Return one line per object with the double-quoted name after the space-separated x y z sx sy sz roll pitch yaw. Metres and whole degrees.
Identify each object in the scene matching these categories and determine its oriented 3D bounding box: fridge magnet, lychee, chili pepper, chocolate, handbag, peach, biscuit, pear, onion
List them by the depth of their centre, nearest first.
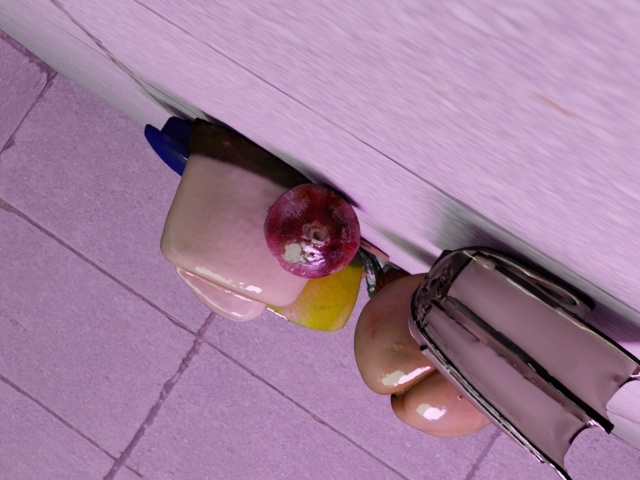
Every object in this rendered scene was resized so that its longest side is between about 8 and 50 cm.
0.215 0.123 0.884 0.237 0.160 0.358 39 178 9 "handbag"
-0.009 -0.014 1.159 0.159 0.159 0.195 34 177 -6 "onion"
0.200 0.188 1.256 0.292 0.292 0.247 32 -141 29 "peach"
-0.155 -0.018 1.376 0.326 0.297 0.314 34 173 -1 "chocolate"
-0.269 -0.183 1.643 0.265 0.112 0.265 33 178 1 "fridge magnet"
-0.054 0.017 1.671 0.399 0.165 0.399 34 -161 -14 "pear"
0.112 0.015 1.740 0.120 0.015 0.120 33 178 1 "biscuit"
0.188 0.129 1.854 0.129 0.123 0.123 42 -176 38 "lychee"
0.122 0.078 1.926 0.073 0.050 0.182 -10 116 46 "chili pepper"

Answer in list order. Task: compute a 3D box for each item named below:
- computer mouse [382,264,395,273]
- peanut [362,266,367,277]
0.208 0.126 2.055 0.128 0.079 0.231 35 -179 9 "computer mouse"
0.055 0.040 2.060 0.226 0.095 0.108 37 180 -44 "peanut"
